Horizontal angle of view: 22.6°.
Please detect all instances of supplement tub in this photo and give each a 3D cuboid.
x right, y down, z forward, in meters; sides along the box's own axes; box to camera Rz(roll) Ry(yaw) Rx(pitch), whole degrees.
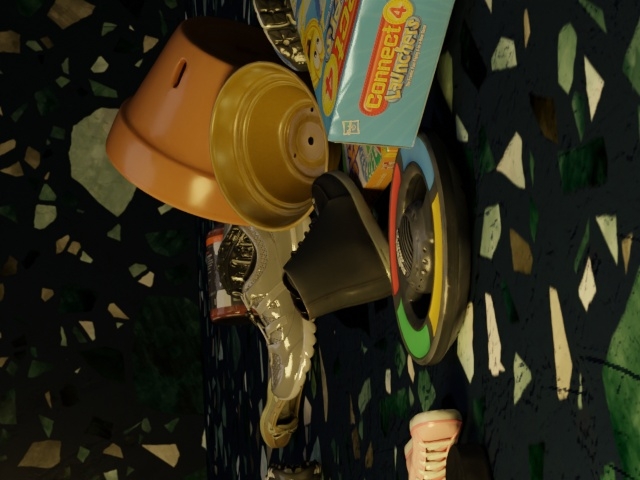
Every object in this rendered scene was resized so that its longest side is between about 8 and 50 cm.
[{"bbox_3d":[-0.141,0.041,2.718,0.106,0.106,0.197,127,139,-74],"label":"supplement tub"}]

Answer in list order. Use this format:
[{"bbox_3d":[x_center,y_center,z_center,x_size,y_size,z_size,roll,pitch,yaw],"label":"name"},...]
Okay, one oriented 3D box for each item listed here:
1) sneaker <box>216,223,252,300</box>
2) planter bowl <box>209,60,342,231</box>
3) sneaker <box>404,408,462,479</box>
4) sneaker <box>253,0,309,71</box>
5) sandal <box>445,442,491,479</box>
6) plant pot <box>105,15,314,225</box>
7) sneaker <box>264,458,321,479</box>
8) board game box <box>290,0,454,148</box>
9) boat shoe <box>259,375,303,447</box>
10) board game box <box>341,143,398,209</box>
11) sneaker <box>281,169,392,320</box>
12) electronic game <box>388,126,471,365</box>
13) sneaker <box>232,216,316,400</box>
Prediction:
[{"bbox_3d":[-0.113,-0.035,2.624,0.108,0.100,0.271,-69,-17,-79],"label":"sneaker"},{"bbox_3d":[-0.039,-0.124,2.049,0.217,0.090,0.217,11,106,42],"label":"planter bowl"},{"bbox_3d":[0.109,0.207,1.503,0.134,0.051,0.070,101,162,-63],"label":"sneaker"},{"bbox_3d":[-0.021,-0.336,2.013,0.147,0.130,0.330,78,-174,-55],"label":"sneaker"},{"bbox_3d":[0.131,0.292,1.376,0.254,0.055,0.097,-102,14,-45],"label":"sandal"},{"bbox_3d":[-0.132,-0.179,2.220,0.291,0.291,0.203,-110,36,-60],"label":"plant pot"},{"bbox_3d":[-0.037,0.373,2.291,0.234,0.078,0.106,113,150,-76],"label":"sneaker"},{"bbox_3d":[0.054,-0.298,1.517,0.302,0.086,0.308,-104,22,-51],"label":"board game box"},{"bbox_3d":[-0.054,0.262,2.433,0.048,0.056,0.153,37,130,37],"label":"boat shoe"},{"bbox_3d":[0.058,-0.119,1.786,0.259,0.039,0.124,114,152,-74],"label":"board game box"},{"bbox_3d":[0.000,0.000,1.772,0.222,0.118,0.083,-122,14,-56],"label":"sneaker"},{"bbox_3d":[0.098,0.005,1.533,0.229,0.048,0.229,178,90,-80],"label":"electronic game"},{"bbox_3d":[-0.071,0.090,2.300,0.105,0.115,0.281,171,97,-80],"label":"sneaker"}]
